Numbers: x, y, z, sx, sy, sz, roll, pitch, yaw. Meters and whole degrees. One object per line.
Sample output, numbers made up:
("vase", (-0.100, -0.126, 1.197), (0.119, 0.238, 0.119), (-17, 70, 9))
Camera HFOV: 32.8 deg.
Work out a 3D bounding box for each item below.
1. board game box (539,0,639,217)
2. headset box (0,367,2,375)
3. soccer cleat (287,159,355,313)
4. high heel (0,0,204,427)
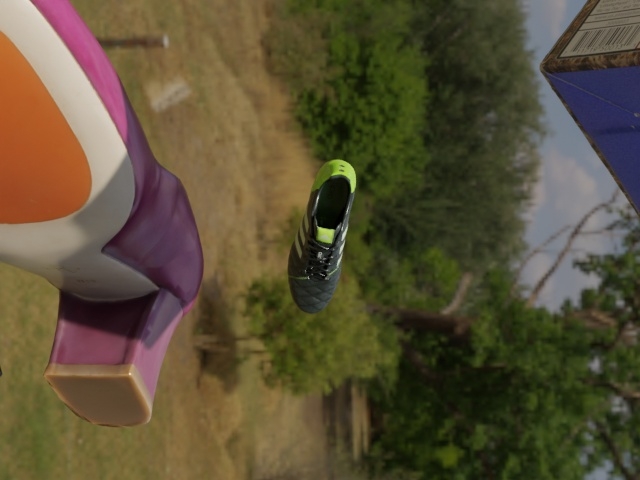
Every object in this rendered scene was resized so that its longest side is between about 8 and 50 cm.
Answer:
("board game box", (0.307, -0.150, 0.594), (0.141, 0.232, 0.291), (49, 67, -27))
("headset box", (-0.263, 0.101, 0.752), (0.032, 0.083, 0.062), (45, 0, -30))
("soccer cleat", (0.000, 0.000, 1.183), (0.072, 0.060, 0.179), (-86, -172, -75))
("high heel", (-0.141, -0.055, 0.621), (0.377, 0.127, 0.181), (92, 3, -53))
